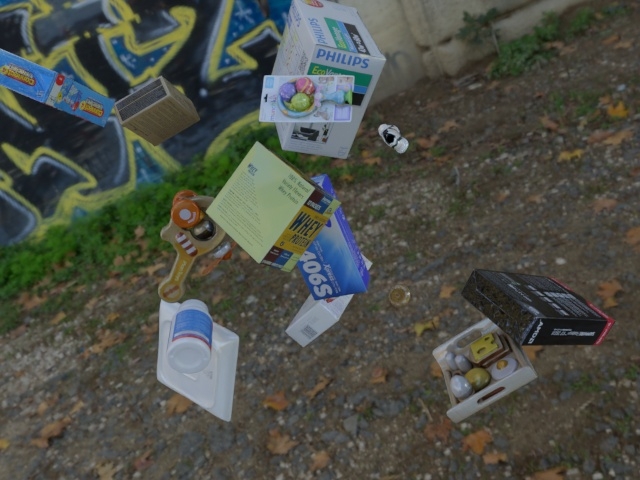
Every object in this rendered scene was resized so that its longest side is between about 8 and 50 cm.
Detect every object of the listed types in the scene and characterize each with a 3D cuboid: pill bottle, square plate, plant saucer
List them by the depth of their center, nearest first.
[{"bbox_3d":[-0.374,0.268,1.769,0.124,0.124,0.221,-22,30,6],"label":"pill bottle"},{"bbox_3d":[-0.426,0.399,2.036,0.344,0.347,0.049,22,27,28],"label":"square plate"},{"bbox_3d":[0.272,0.192,2.136,0.083,0.083,0.015,-13,-15,28],"label":"plant saucer"}]

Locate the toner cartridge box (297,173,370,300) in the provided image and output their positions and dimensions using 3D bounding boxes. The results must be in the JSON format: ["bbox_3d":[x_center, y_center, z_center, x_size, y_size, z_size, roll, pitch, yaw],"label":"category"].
[{"bbox_3d":[0.000,0.000,1.673,0.165,0.347,0.075,-13,29,21],"label":"toner cartridge box"}]

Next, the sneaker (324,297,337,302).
[{"bbox_3d":[0.006,0.082,1.896,0.093,0.225,0.088,-29,21,15],"label":"sneaker"}]

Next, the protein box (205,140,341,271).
[{"bbox_3d":[-0.106,-0.073,1.378,0.200,0.136,0.201,41,99,27],"label":"protein box"}]

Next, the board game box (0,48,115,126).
[{"bbox_3d":[-0.776,-0.431,1.667,0.308,0.086,0.302,23,2,9],"label":"board game box"}]

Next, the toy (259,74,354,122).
[{"bbox_3d":[-0.036,-0.371,1.551,0.237,0.136,0.056,3,-18,5],"label":"toy"}]

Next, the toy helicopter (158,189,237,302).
[{"bbox_3d":[-0.380,0.036,1.850,0.355,0.235,0.140,-64,18,12],"label":"toy helicopter"}]

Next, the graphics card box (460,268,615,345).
[{"bbox_3d":[0.583,0.180,1.636,0.371,0.094,0.233,8,25,-38],"label":"graphics card box"}]

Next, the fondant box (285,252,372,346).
[{"bbox_3d":[0.033,0.204,2.219,0.238,0.096,0.330,-44,8,44],"label":"fondant box"}]

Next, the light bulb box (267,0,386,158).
[{"bbox_3d":[-0.001,-0.512,1.917,0.225,0.361,0.357,5,42,-21],"label":"light bulb box"}]

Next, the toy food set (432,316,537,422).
[{"bbox_3d":[0.390,0.302,1.524,0.220,0.092,0.306,-35,13,13],"label":"toy food set"}]

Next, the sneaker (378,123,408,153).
[{"bbox_3d":[0.155,-0.235,1.361,0.040,0.044,0.109,-56,37,17],"label":"sneaker"}]

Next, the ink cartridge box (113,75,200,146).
[{"bbox_3d":[-0.540,-0.425,2.036,0.193,0.088,0.235,-27,-13,7],"label":"ink cartridge box"}]
